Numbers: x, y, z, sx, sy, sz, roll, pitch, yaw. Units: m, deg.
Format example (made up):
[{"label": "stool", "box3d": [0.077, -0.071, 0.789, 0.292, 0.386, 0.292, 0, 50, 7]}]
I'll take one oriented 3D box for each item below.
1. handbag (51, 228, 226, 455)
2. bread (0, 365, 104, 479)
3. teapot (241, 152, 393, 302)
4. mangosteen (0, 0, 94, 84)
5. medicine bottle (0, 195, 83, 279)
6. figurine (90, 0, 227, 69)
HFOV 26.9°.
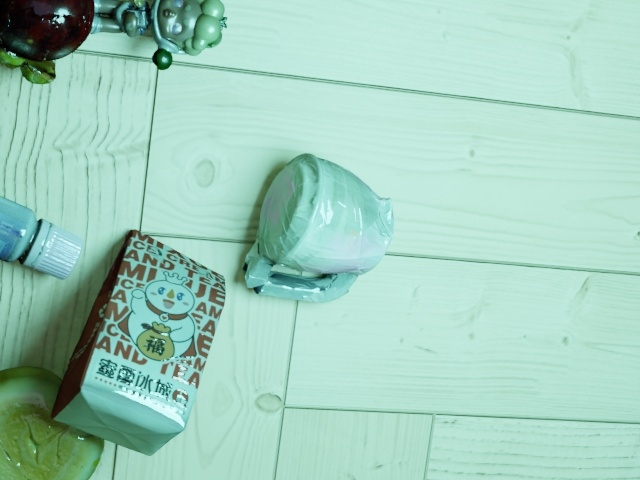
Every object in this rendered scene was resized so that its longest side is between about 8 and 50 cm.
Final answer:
[{"label": "handbag", "box3d": [-0.244, 0.130, 1.870, 0.171, 0.151, 0.298, 24, 59, -16]}, {"label": "bread", "box3d": [-0.417, 0.280, 1.898, 0.213, 0.105, 0.213, -4, 103, -18]}, {"label": "teapot", "box3d": [0.006, 0.001, 1.941, 0.178, 0.163, 0.221, 20, 94, -26]}, {"label": "mangosteen", "box3d": [-0.387, -0.302, 1.778, 0.166, 0.166, 0.180, 25, 119, -19]}, {"label": "medicine bottle", "box3d": [-0.431, -0.014, 1.850, 0.203, 0.083, 0.083, 25, 93, -17]}, {"label": "figurine", "box3d": [-0.226, -0.308, 1.850, 0.197, 0.093, 0.147, 3, 88, -16]}]
